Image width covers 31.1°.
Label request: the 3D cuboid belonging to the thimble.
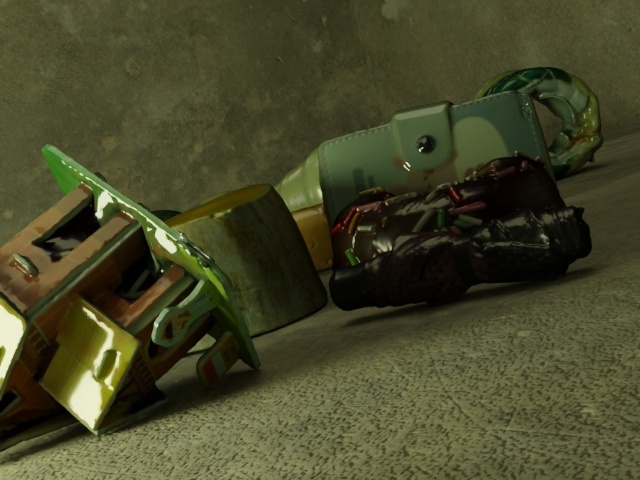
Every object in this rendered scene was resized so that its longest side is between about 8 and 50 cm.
[{"bbox_3d":[0.472,-0.249,2.530,0.288,0.254,0.167,10,2,-15],"label":"thimble"}]

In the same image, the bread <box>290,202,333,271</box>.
[{"bbox_3d":[0.000,0.000,2.032,0.305,0.142,0.091,-17,46,2],"label":"bread"}]

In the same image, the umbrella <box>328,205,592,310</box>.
[{"bbox_3d":[0.159,0.025,1.359,0.326,0.090,0.094,-14,27,26],"label":"umbrella"}]

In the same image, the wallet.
[{"bbox_3d":[0.175,-0.091,1.776,0.360,0.252,0.083,-14,-17,11],"label":"wallet"}]

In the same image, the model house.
[{"bbox_3d":[-0.277,0.146,1.281,0.300,0.340,0.323,34,66,30],"label":"model house"}]

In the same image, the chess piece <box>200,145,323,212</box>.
[{"bbox_3d":[-0.070,-0.081,2.649,0.442,0.234,0.234,-17,4,30],"label":"chess piece"}]

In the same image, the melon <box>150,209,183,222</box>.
[{"bbox_3d":[-0.364,0.023,2.551,0.287,0.182,0.182,-17,4,-43],"label":"melon"}]

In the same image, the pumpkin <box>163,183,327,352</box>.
[{"bbox_3d":[-0.165,0.040,1.666,0.332,0.199,0.332,-16,2,1],"label":"pumpkin"}]

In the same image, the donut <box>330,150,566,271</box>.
[{"bbox_3d":[0.161,-0.019,1.592,0.345,0.136,0.259,-16,7,17],"label":"donut"}]
